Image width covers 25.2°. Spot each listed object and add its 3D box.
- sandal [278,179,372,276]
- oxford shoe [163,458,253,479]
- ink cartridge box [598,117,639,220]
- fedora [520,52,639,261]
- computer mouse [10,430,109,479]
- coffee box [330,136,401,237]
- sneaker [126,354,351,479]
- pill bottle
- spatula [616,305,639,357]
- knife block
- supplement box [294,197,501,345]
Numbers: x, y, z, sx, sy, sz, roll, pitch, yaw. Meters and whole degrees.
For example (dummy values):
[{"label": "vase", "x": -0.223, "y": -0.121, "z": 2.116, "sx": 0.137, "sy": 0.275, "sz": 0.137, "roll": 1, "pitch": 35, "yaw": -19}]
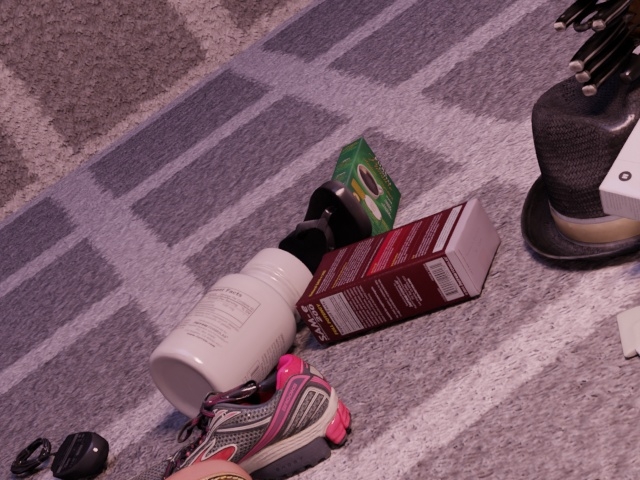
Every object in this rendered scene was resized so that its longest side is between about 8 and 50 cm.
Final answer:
[{"label": "sandal", "x": 0.000, "y": 0.001, "z": 1.948, "sx": 0.054, "sy": 0.097, "sz": 0.254, "roll": -42, "pitch": -6, "yaw": -29}, {"label": "oxford shoe", "x": -0.209, "y": 0.376, "z": 1.431, "sx": 0.397, "sy": 0.140, "sz": 0.146, "roll": -40, "pitch": 28, "yaw": -11}, {"label": "ink cartridge box", "x": 0.435, "y": -0.095, "z": 1.481, "sx": 0.224, "sy": 0.045, "sz": 0.223, "roll": 16, "pitch": 58, "yaw": 31}, {"label": "fedora", "x": 0.346, "y": -0.119, "z": 1.689, "sx": 0.334, "sy": 0.152, "sz": 0.334, "roll": -29, "pitch": 21, "yaw": 12}, {"label": "computer mouse", "x": -0.356, "y": 0.302, "z": 1.962, "sx": 0.242, "sy": 0.041, "sz": 0.071, "roll": -14, "pitch": 44, "yaw": 52}, {"label": "coffee box", "x": 0.061, "y": -0.059, "z": 2.036, "sx": 0.040, "sy": 0.113, "sz": 0.184, "roll": -27, "pitch": 22, "yaw": 24}, {"label": "sneaker", "x": -0.116, "y": 0.232, "z": 1.645, "sx": 0.299, "sy": 0.112, "sz": 0.121, "roll": -31, "pitch": 21, "yaw": 9}, {"label": "pill bottle", "x": -0.106, "y": 0.118, "z": 1.857, "sx": 0.131, "sy": 0.131, "sz": 0.229, "roll": -10, "pitch": 30, "yaw": 47}, {"label": "spatula", "x": 0.370, "y": 0.093, "z": 1.370, "sx": 0.168, "sy": 0.019, "sz": 0.242, "roll": -26, "pitch": 21, "yaw": 16}, {"label": "knife block", "x": 0.398, "y": -0.276, "z": 1.652, "sx": 0.275, "sy": 0.242, "sz": 0.088, "roll": 5, "pitch": 4, "yaw": -35}, {"label": "supplement box", "x": 0.098, "y": 0.041, "z": 1.809, "sx": 0.239, "sy": 0.073, "sz": 0.130, "roll": -20, "pitch": 22, "yaw": 31}]
